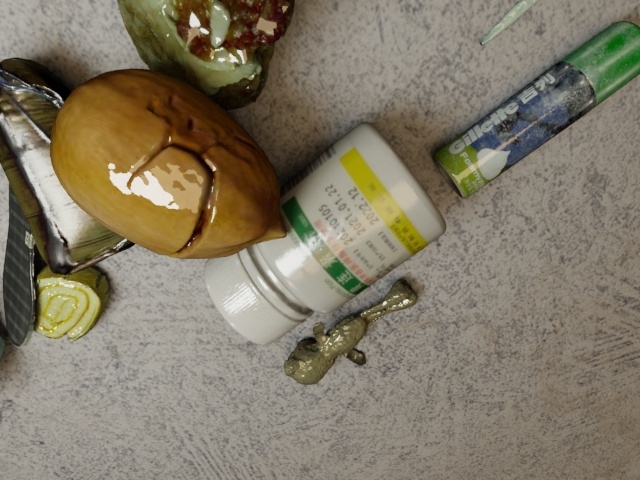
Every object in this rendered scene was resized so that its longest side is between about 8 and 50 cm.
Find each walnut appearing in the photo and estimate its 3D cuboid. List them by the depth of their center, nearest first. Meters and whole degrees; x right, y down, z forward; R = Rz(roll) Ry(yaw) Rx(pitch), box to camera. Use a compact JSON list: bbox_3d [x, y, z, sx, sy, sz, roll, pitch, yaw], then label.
[{"bbox_3d":[-0.166,-0.081,0.516,0.297,0.203,0.203,28,111,-12],"label":"walnut"}]

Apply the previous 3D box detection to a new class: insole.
[{"bbox_3d":[-0.494,0.039,0.694,0.110,0.012,0.310,31,114,26],"label":"insole"}]

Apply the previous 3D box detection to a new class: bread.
[{"bbox_3d":[-0.445,0.109,0.746,0.117,0.064,0.156,30,111,-16],"label":"bread"}]

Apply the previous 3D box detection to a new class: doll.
[{"bbox_3d":[0.049,0.181,0.836,0.202,0.091,0.286,1,136,-45],"label":"doll"}]

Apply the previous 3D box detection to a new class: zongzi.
[{"bbox_3d":[-0.288,-0.128,0.618,0.300,0.138,0.286,-16,111,-15],"label":"zongzi"}]

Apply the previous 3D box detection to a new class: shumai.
[{"bbox_3d":[-0.141,-0.274,0.502,0.189,0.218,0.256,-14,120,-14],"label":"shumai"}]

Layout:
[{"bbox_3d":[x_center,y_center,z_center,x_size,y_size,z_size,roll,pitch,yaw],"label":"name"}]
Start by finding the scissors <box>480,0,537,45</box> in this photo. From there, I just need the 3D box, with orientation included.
[{"bbox_3d":[0.338,-0.385,0.617,0.247,0.017,0.144,-26,117,8],"label":"scissors"}]

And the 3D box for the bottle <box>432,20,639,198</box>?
[{"bbox_3d":[0.340,-0.200,0.670,0.330,0.093,0.093,-37,116,11],"label":"bottle"}]

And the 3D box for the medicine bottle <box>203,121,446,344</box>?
[{"bbox_3d":[0.000,0.000,0.665,0.339,0.208,0.208,-38,116,12],"label":"medicine bottle"}]

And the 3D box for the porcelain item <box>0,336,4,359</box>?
[{"bbox_3d":[-0.699,0.178,0.662,0.285,0.157,0.281,-3,139,-5],"label":"porcelain item"}]
